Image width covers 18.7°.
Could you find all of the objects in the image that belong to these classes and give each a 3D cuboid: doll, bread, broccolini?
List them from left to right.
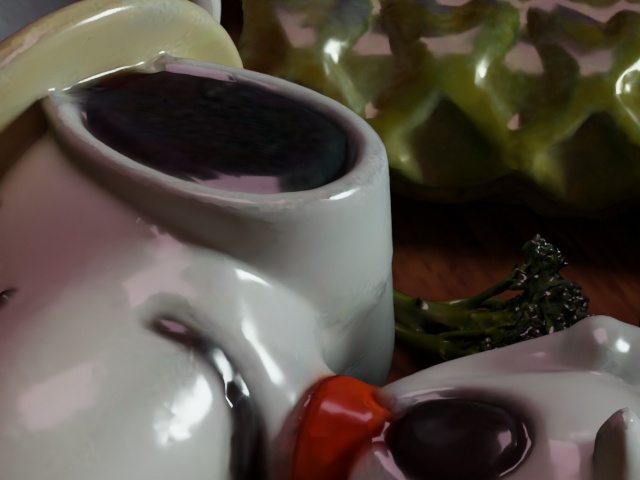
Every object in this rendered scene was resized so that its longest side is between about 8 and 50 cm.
[{"bbox_3d":[0.001,0.005,0.623,0.194,0.052,0.054,25,54,20],"label":"broccolini"},{"bbox_3d":[0.011,0.038,0.524,0.271,0.144,0.208,2,54,3],"label":"doll"},{"bbox_3d":[0.101,-0.050,0.684,0.270,0.087,0.098,6,5,3],"label":"bread"}]

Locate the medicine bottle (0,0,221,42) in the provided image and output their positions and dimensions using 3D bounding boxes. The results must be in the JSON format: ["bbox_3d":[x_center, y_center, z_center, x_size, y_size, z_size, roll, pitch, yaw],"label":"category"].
[{"bbox_3d":[-0.114,-0.142,0.752,0.152,0.152,0.254,1,33,-4],"label":"medicine bottle"}]

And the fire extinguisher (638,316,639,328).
[{"bbox_3d":[0.120,0.024,0.600,0.039,0.056,0.132,42,43,-21],"label":"fire extinguisher"}]
